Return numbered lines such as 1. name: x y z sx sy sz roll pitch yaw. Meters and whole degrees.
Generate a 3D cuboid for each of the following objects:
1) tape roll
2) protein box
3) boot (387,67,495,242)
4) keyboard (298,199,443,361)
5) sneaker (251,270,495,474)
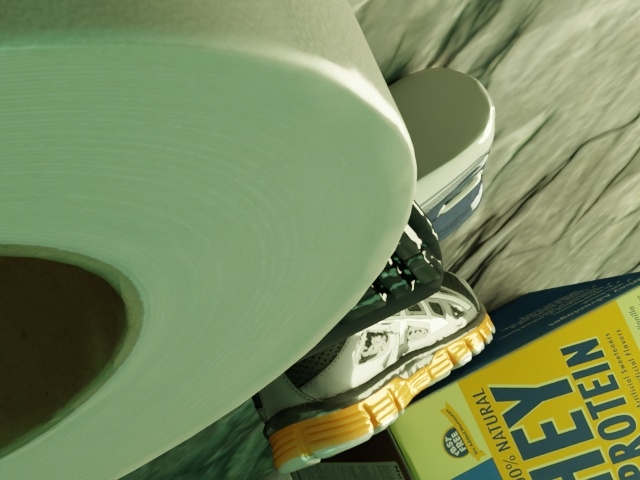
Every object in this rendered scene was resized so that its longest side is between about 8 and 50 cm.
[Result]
1. tape roll: -0.161 0.024 0.576 0.392 0.072 0.392 -21 160 -8
2. protein box: 0.110 0.121 1.133 0.199 0.136 0.201 -26 -177 -20
3. boot: 0.000 0.000 0.898 0.190 0.069 0.086 -29 153 -13
4. keyboard: -0.113 0.040 0.790 0.317 0.033 0.201 -27 142 11
5. sneaker: 0.024 0.046 1.027 0.084 0.083 0.215 -29 -178 26
